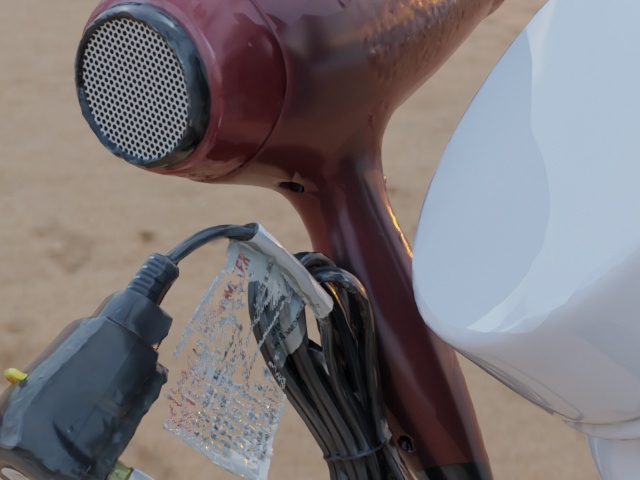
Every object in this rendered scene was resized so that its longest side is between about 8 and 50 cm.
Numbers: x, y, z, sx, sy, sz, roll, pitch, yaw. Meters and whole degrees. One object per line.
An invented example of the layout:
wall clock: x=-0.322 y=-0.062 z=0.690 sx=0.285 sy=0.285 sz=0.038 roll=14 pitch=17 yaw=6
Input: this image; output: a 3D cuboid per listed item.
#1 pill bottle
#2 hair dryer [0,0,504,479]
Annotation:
pill bottle: x=0.173 y=0.041 z=0.472 sx=0.283 sy=0.160 sz=0.160 roll=34 pitch=12 yaw=-20
hair dryer: x=0.000 y=0.000 z=0.583 sx=0.080 sy=0.223 sz=0.293 roll=-5 pitch=54 yaw=38
